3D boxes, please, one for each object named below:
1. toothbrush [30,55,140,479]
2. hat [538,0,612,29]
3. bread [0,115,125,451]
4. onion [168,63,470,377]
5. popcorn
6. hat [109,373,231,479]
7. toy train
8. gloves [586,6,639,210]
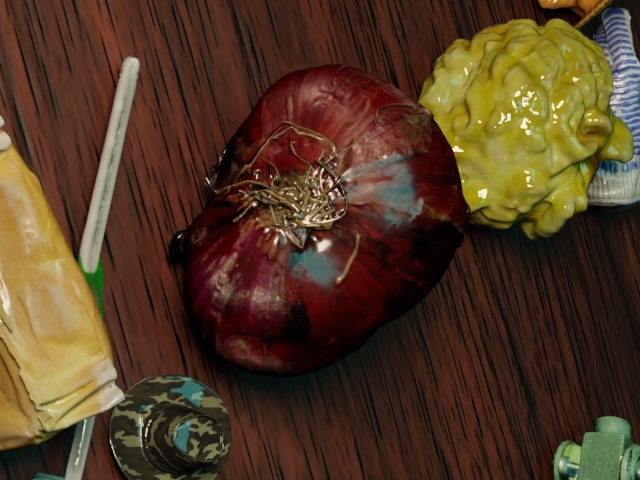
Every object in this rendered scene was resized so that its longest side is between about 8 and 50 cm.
[{"bbox_3d":[-0.179,0.042,1.205,0.040,0.042,0.418,12,69,-9],"label":"toothbrush"},{"bbox_3d":[0.288,-0.384,1.674,0.233,0.233,0.244,50,5,2],"label":"hat"},{"bbox_3d":[-0.242,0.027,1.082,0.107,0.136,0.241,-37,107,-45],"label":"bread"},{"bbox_3d":[-0.002,-0.006,1.277,0.221,0.281,0.281,26,51,13],"label":"onion"},{"bbox_3d":[0.206,-0.106,1.520,0.217,0.181,0.235,35,65,-36],"label":"popcorn"},{"bbox_3d":[-0.113,0.162,1.234,0.121,0.050,0.121,10,74,-40],"label":"hat"},{"bbox_3d":[0.301,0.319,1.578,0.157,0.105,0.253,41,53,-47],"label":"toy train"},{"bbox_3d":[0.326,-0.146,1.695,0.097,0.119,0.229,56,34,-83],"label":"gloves"}]
